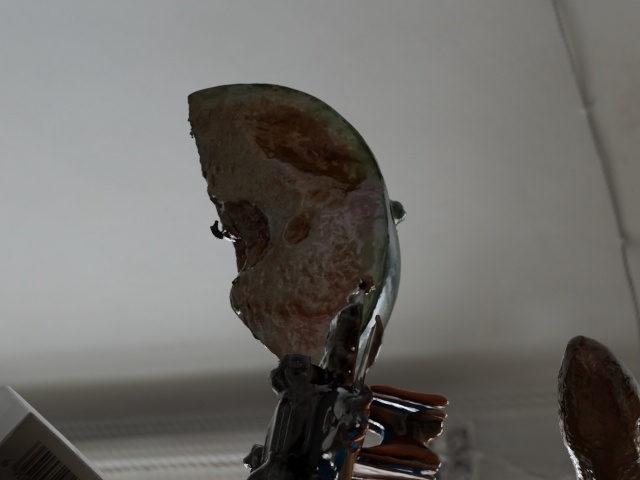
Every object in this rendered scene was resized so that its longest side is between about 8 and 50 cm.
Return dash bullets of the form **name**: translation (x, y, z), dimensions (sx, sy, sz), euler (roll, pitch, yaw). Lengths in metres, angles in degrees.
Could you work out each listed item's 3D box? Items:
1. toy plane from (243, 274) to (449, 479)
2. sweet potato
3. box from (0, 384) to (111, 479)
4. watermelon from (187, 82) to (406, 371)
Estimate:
- **toy plane**: translation (-0.007, 0.088, 0.602), dimensions (0.062, 0.135, 0.188), euler (18, -20, -16)
- **sweet potato**: translation (0.172, 0.147, 0.831), dimensions (0.050, 0.050, 0.214), euler (-4, -58, 23)
- **box**: translation (-0.188, 0.227, 1.198), dimensions (0.233, 0.067, 0.149), euler (47, -9, -16)
- **watermelon**: translation (0.006, -0.002, 1.386), dimensions (0.175, 0.321, 0.188), euler (-19, -22, 14)
